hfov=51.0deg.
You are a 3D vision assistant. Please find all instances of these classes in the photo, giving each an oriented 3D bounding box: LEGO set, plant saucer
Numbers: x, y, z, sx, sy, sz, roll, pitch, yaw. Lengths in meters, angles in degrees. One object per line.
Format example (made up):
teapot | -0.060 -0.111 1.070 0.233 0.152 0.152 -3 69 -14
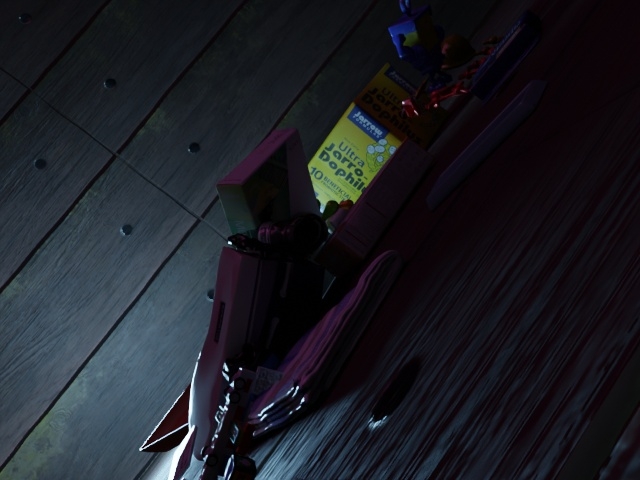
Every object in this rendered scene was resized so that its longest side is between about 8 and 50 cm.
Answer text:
LEGO set | -0.104 0.239 0.655 0.244 0.060 0.182 -56 20 38
plant saucer | 0.183 -0.106 0.766 0.192 0.018 0.067 -49 4 48
plant saucer | -0.247 0.349 1.478 0.259 0.048 0.258 -34 12 32

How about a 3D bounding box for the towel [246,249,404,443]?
towel | -0.013 0.135 0.790 0.209 0.034 0.285 -53 2 -34

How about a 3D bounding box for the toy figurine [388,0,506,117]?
toy figurine | 0.253 -0.449 1.457 0.191 0.217 0.362 -15 25 41

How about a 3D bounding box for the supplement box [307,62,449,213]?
supplement box | 0.113 -0.213 1.634 0.195 0.194 0.356 -54 2 -40

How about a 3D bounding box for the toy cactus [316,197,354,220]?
toy cactus | 0.000 0.000 1.395 0.112 0.219 0.181 -78 -17 -63

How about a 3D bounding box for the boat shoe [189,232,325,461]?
boat shoe | -0.090 0.169 1.014 0.127 0.158 0.341 22 100 61

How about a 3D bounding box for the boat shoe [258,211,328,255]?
boat shoe | -0.025 -0.009 1.138 0.070 0.078 0.219 -6 5 23

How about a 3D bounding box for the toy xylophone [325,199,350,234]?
toy xylophone | -0.005 0.037 1.592 0.323 0.081 0.236 -51 2 30

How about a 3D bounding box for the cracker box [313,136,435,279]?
cracker box | 0.092 -0.052 1.169 0.232 0.067 0.156 -53 1 -20

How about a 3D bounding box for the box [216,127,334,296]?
box | -0.067 -0.009 1.202 0.058 0.322 0.232 -2 30 26

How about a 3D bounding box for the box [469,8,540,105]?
box | 0.316 -0.316 1.143 0.136 0.036 0.225 -51 4 30

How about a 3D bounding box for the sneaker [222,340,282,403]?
sneaker | -0.112 0.204 0.899 0.058 0.084 0.152 0 45 50
